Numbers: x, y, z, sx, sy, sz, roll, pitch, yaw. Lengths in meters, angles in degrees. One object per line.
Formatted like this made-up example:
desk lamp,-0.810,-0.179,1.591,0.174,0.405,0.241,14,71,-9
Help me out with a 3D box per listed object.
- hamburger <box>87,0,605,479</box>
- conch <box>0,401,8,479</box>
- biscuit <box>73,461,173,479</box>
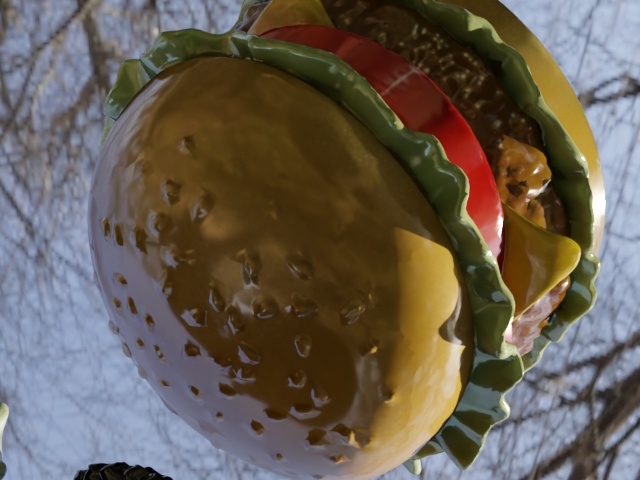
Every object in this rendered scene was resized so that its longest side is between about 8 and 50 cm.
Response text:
hamburger,0.000,0.000,0.804,0.274,0.274,0.212,34,-133,20
conch,-0.221,0.125,0.718,0.114,0.234,0.137,-6,-139,-46
biscuit,-0.075,0.194,0.693,0.053,0.194,0.194,-21,-124,-39
